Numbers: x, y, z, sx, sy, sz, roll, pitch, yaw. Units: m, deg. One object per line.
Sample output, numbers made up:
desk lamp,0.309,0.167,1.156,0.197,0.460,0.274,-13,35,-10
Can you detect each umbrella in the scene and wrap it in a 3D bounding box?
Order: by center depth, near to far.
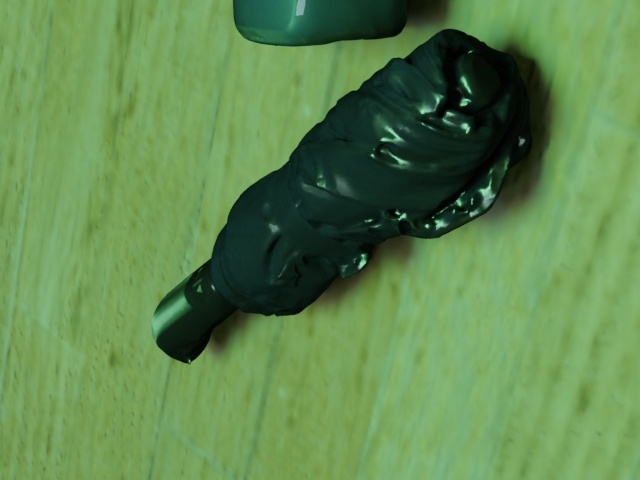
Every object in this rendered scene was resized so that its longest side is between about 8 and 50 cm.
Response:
umbrella,-0.007,-0.001,0.693,0.248,0.071,0.071,-37,74,44

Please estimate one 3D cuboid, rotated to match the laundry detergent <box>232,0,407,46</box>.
laundry detergent,-0.007,-0.179,0.646,0.096,0.061,0.206,-149,54,-73
